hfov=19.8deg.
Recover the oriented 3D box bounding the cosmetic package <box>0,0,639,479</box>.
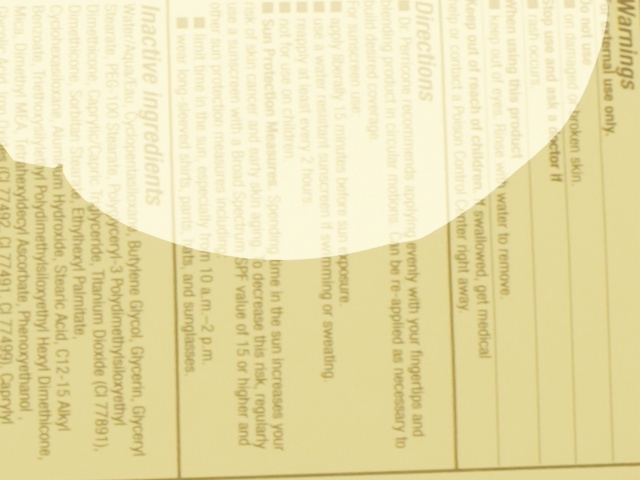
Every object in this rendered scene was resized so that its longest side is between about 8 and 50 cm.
[{"bbox_3d":[0.000,0.000,0.511,0.310,0.113,0.160,0,85,-4],"label":"cosmetic package"}]
